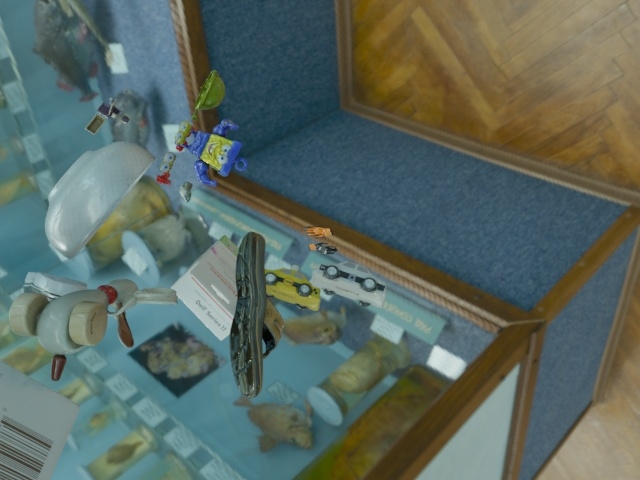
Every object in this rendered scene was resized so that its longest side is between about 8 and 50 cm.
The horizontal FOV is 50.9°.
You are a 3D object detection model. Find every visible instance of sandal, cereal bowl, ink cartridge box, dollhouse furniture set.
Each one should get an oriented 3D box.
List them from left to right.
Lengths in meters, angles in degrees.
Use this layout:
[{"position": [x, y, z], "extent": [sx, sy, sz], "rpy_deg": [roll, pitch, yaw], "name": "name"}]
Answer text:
[{"position": [-0.573, -0.123, 1.687], "extent": [0.141, 0.338, 0.339], "rpy_deg": [40, 148, -14], "name": "cereal bowl"}, {"position": [-0.601, -0.345, 1.907], "extent": [0.091, 0.114, 0.081], "rpy_deg": [34, 150, -12], "name": "dollhouse furniture set"}, {"position": [-0.279, 0.135, 1.869], "extent": [0.119, 0.353, 0.207], "rpy_deg": [-41, 96, 15], "name": "ink cartridge box"}, {"position": [-0.080, 0.099, 0.889], "extent": [0.090, 0.060, 0.219], "rpy_deg": [170, 102, -65], "name": "sandal"}]

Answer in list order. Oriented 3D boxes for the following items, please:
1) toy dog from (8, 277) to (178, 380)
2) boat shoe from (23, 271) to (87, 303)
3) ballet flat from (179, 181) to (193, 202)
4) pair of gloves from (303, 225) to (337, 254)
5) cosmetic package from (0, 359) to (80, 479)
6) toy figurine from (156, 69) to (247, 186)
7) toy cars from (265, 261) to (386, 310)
[{"position": [-0.462, 0.176, 1.353], "extent": [0.220, 0.334, 0.160], "rpy_deg": [11, 97, 31], "name": "toy dog"}, {"position": [-0.662, 0.145, 1.654], "extent": [0.121, 0.119, 0.335], "rpy_deg": [19, 168, -29], "name": "boat shoe"}, {"position": [-0.459, -0.166, 2.287], "extent": [0.114, 0.041, 0.041], "rpy_deg": [-99, 0, -57], "name": "ballet flat"}, {"position": [0.000, 0.000, 1.536], "extent": [0.074, 0.010, 0.083], "rpy_deg": [5, 134, 26], "name": "pair of gloves"}, {"position": [-0.730, 0.413, 1.219], "extent": [0.394, 0.329, 0.327], "rpy_deg": [-27, 126, 31], "name": "cosmetic package"}, {"position": [-0.305, -0.287, 1.984], "extent": [0.217, 0.362, 0.191], "rpy_deg": [26, 174, -8], "name": "toy figurine"}, {"position": [-0.001, 0.103, 1.716], "extent": [0.394, 0.087, 0.176], "rpy_deg": [-7, 140, 40], "name": "toy cars"}]
